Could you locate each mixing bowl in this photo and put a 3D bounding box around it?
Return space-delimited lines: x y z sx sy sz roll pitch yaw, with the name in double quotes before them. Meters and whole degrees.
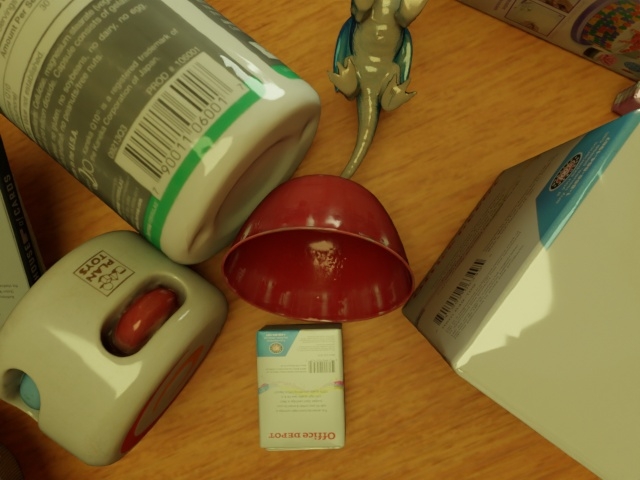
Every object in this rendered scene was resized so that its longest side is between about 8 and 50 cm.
"mixing bowl" 0.000 0.000 0.530 0.182 0.181 0.098 2 57 3

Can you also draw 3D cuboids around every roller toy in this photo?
"roller toy" -0.194 0.092 0.512 0.146 0.191 0.209 35 91 4

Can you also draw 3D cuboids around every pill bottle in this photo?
"pill bottle" -0.194 -0.163 0.508 0.361 0.204 0.204 40 91 6

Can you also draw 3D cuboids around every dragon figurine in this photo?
"dragon figurine" 0.055 -0.191 0.556 0.085 0.144 0.289 8 109 2

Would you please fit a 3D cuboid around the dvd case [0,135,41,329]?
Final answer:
"dvd case" -0.364 -0.014 0.501 0.179 0.029 0.238 1 117 3

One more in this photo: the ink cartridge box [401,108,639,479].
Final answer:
"ink cartridge box" 0.215 0.054 0.452 0.197 0.270 0.198 36 91 2

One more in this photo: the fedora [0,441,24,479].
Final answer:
"fedora" -0.396 0.283 0.553 0.275 0.124 0.243 29 89 12

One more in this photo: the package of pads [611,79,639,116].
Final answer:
"package of pads" 0.352 -0.133 0.556 0.083 0.050 0.032 30 91 4

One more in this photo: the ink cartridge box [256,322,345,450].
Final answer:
"ink cartridge box" -0.019 0.152 0.571 0.089 0.052 0.122 -2 88 3

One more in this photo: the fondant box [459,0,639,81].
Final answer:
"fondant box" 0.273 -0.254 0.469 0.330 0.238 0.096 27 89 3

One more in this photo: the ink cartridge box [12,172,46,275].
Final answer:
"ink cartridge box" -0.404 0.046 0.593 0.235 0.056 0.171 -20 88 1
